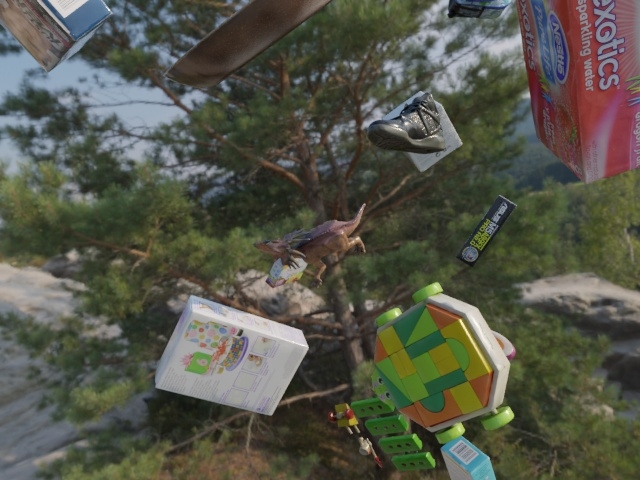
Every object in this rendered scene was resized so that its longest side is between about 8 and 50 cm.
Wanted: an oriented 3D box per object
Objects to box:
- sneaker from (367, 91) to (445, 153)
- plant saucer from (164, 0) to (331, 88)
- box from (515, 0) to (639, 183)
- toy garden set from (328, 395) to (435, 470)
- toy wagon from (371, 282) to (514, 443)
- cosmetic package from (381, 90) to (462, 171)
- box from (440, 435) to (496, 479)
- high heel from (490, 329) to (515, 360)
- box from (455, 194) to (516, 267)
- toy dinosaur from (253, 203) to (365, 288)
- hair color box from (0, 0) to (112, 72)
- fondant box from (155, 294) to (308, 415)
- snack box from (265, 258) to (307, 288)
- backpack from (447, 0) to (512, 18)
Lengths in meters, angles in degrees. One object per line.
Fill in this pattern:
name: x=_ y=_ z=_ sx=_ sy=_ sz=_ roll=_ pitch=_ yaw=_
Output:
sneaker: x=0.190 y=-0.270 z=1.152 sx=0.228 sy=0.130 sz=0.087 roll=-2 pitch=-4 yaw=-36
plant saucer: x=-0.058 y=-0.281 z=0.642 sx=0.311 sy=0.050 sz=0.310 roll=-31 pitch=23 yaw=15
box: x=0.298 y=-0.232 z=0.513 sx=0.154 sy=0.299 sz=0.142 roll=-17 pitch=31 yaw=9
toy garden set: x=0.156 y=0.506 z=1.349 sx=0.204 sy=0.244 sz=0.049 roll=-24 pitch=18 yaw=35
toy wagon: x=0.198 y=0.253 z=0.984 sx=0.068 sy=0.267 sz=0.344 roll=-12 pitch=-22 yaw=-41
cosmetic package: x=0.307 y=-0.335 z=1.565 sx=0.151 sy=0.151 sz=0.183 roll=-34 pitch=28 yaw=10
box: x=0.360 y=0.574 z=1.182 sx=0.060 sy=0.244 sz=0.101 roll=-31 pitch=26 yaw=-19
high heel: x=0.333 y=0.257 z=1.104 sx=0.244 sy=0.117 sz=0.082 roll=-14 pitch=29 yaw=54
box: x=0.504 y=-0.031 z=1.552 sx=0.060 sy=0.216 sz=0.270 roll=36 pitch=13 yaw=13
toy dinosaur: x=0.000 y=0.000 z=1.307 sx=0.296 sy=0.127 sz=0.200 roll=-33 pitch=-29 yaw=5
hair color box: x=-0.590 y=-0.489 z=1.102 sx=0.105 sy=0.174 sz=0.347 roll=-50 pitch=30 yaw=-20
fondant box: x=-0.232 y=0.310 z=1.353 sx=0.331 sy=0.238 sz=0.096 roll=22 pitch=15 yaw=-23
snack box: x=-0.093 y=0.081 z=1.526 sx=0.037 sy=0.100 sz=0.141 roll=36 pitch=25 yaw=22
backpack: x=0.311 y=-0.482 z=0.977 sx=0.115 sy=0.104 sz=0.084 roll=6 pitch=-8 yaw=-6
